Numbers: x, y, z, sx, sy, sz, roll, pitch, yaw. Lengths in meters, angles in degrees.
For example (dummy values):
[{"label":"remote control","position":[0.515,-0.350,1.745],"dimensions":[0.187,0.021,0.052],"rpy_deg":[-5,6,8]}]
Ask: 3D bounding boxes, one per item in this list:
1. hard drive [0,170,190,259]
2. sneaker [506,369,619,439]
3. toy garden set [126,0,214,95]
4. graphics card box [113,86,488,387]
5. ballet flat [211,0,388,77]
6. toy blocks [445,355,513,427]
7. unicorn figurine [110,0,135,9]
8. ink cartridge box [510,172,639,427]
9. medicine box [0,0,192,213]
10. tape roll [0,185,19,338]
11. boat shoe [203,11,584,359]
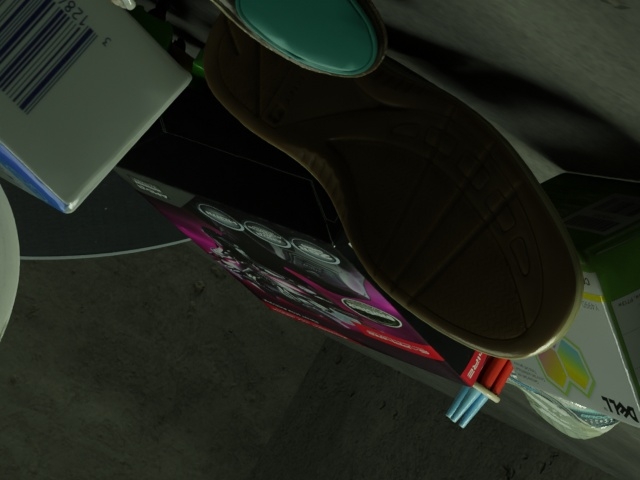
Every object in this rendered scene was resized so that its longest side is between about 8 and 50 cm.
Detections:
[{"label":"hard drive","position":[-0.233,-0.056,2.008],"dimensions":[0.054,0.255,0.172],"rpy_deg":[-104,10,-49]},{"label":"sneaker","position":[0.233,0.114,2.127],"dimensions":[0.283,0.110,0.122],"rpy_deg":[28,157,-9]},{"label":"toy garden set","position":[-0.051,-0.124,1.619],"dimensions":[0.244,0.049,0.204],"rpy_deg":[29,172,-2]},{"label":"graphics card box","position":[0.000,0.000,1.657],"dimensions":[0.233,0.094,0.371],"rpy_deg":[21,167,28]},{"label":"ballet flat","position":[-0.046,-0.171,1.171],"dimensions":[0.206,0.073,0.067],"rpy_deg":[33,-159,-4]},{"label":"toy blocks","position":[0.156,0.112,2.039],"dimensions":[0.123,0.148,0.054],"rpy_deg":[36,180,7]},{"label":"unicorn figurine","position":[-0.140,-0.201,1.307],"dimensions":[0.162,0.060,0.111],"rpy_deg":[30,175,-6]},{"label":"ink cartridge box","position":[0.213,0.092,1.304],"dimensions":[0.189,0.097,0.255],"rpy_deg":[16,128,68]},{"label":"medicine box","position":[-0.282,-0.178,1.509],"dimensions":[0.263,0.149,0.289],"rpy_deg":[45,169,-26]},{"label":"tape roll","position":[-0.381,0.011,1.539],"dimensions":[0.246,0.246,0.169],"rpy_deg":[32,171,-23]},{"label":"boat shoe","position":[0.063,-0.050,1.262],"dimensions":[0.341,0.121,0.110],"rpy_deg":[48,-163,31]}]
